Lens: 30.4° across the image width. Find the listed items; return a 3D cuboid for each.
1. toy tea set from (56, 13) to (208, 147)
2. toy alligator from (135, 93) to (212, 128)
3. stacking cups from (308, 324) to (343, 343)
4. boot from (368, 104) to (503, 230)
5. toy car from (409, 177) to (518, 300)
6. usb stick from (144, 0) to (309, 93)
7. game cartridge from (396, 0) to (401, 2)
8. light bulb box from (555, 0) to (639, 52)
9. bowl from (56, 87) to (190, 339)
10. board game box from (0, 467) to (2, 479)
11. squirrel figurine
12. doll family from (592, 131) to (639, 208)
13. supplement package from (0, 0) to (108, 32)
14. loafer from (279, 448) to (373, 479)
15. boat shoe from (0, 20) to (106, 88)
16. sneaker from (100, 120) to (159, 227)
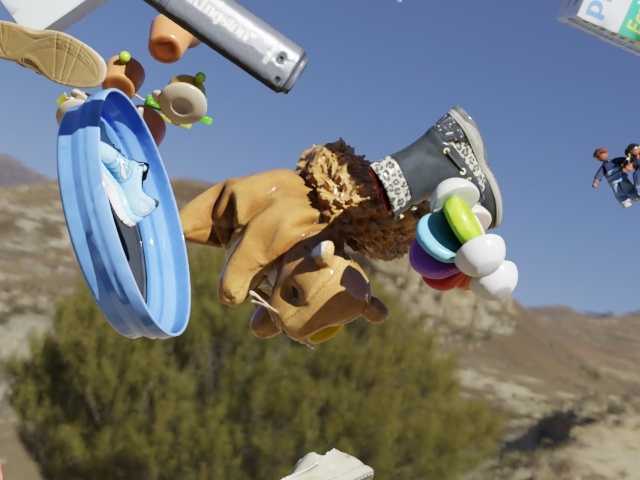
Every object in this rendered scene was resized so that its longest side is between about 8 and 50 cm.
[{"bbox_3d":[-0.305,-0.273,2.088,0.336,0.124,0.200,-34,-61,31],"label":"toy tea set"},{"bbox_3d":[-0.305,-0.263,2.313,0.190,0.056,0.051,17,3,-11],"label":"toy alligator"},{"bbox_3d":[-0.065,0.087,2.628,0.096,0.096,0.316,21,27,-54],"label":"stacking cups"},{"bbox_3d":[0.182,-0.078,1.844,0.085,0.179,0.236,48,-14,50],"label":"boot"},{"bbox_3d":[0.198,0.011,1.731,0.136,0.159,0.182,-26,-34,8],"label":"toy car"},{"bbox_3d":[-0.142,-0.293,1.537,0.278,0.077,0.045,34,-24,-10],"label":"usb stick"},{"bbox_3d":[0.140,-0.515,2.317,0.017,0.056,0.083,-17,-56,8],"label":"game cartridge"},{"bbox_3d":[0.544,-0.461,1.804,0.225,0.358,0.361,23,12,2],"label":"light bulb box"},{"bbox_3d":[-0.297,-0.033,1.800,0.077,0.391,0.391,-15,-10,7],"label":"bowl"},{"bbox_3d":[-0.524,0.426,1.612,0.144,0.275,0.142,6,20,24],"label":"board game box"},{"bbox_3d":[0.000,0.000,2.015,0.281,0.397,0.370,54,-10,-26],"label":"squirrel figurine"},{"bbox_3d":[0.552,-0.140,2.006,0.193,0.111,0.076,-31,0,-12],"label":"doll family"},{"bbox_3d":[-0.378,-0.402,1.608,0.203,0.149,0.194,56,8,-9],"label":"supplement package"},{"bbox_3d":[-0.021,0.408,1.936,0.092,0.102,0.268,35,20,30],"label":"loafer"},{"bbox_3d":[-0.335,-0.233,1.463,0.170,0.063,0.059,22,10,11],"label":"boat shoe"},{"bbox_3d":[-0.282,-0.101,1.686,0.073,0.162,0.063,-26,-3,-4],"label":"sneaker"}]
